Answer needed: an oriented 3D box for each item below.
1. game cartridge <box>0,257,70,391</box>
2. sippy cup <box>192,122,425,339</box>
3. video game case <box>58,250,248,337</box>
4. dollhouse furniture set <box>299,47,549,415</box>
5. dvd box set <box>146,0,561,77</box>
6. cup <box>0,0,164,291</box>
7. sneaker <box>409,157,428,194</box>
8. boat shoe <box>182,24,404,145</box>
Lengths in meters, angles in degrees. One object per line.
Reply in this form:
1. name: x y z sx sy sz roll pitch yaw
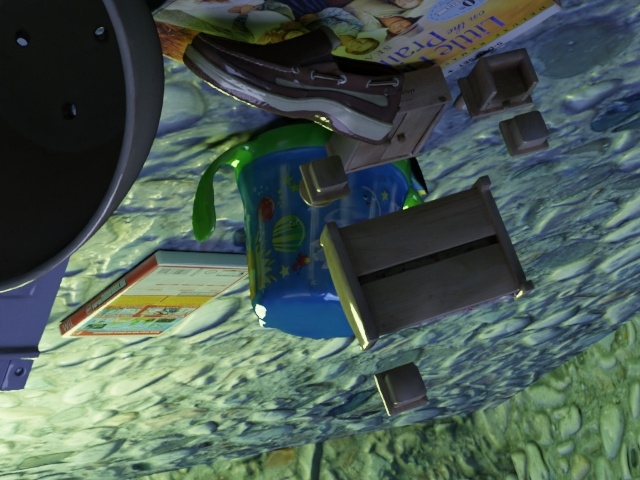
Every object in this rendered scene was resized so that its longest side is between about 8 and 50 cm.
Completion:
1. game cartridge: -0.402 0.032 1.493 0.230 0.068 0.355 -2 125 -45
2. sippy cup: 0.000 0.000 1.656 0.305 0.224 0.240 0 155 6
3. video game case: -0.259 0.090 2.062 0.204 0.025 0.285 3 152 -45
4. dollhouse furniture set: 0.143 -0.001 1.475 0.303 0.355 0.174 -16 166 -15
5. dvd box set: 0.029 -0.248 1.339 0.308 0.062 0.420 -27 158 27
6. cup: -0.265 -0.141 1.089 0.331 0.331 0.237 -24 -175 19
7. sneaker: 0.092 -0.098 1.786 0.082 0.069 0.209 -17 161 9
8. boat shoe: -0.020 -0.178 1.307 0.257 0.095 0.095 13 110 -41
